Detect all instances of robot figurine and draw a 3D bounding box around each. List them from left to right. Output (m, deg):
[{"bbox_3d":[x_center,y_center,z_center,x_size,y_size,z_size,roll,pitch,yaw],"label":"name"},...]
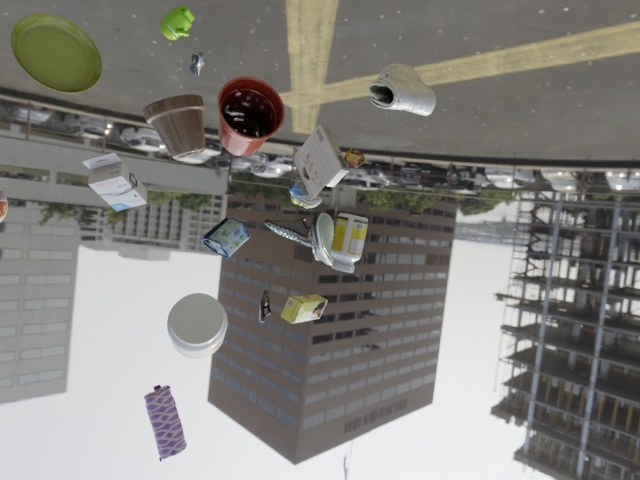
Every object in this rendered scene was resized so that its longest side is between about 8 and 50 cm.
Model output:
[{"bbox_3d":[-0.450,-0.676,1.312,0.101,0.115,0.067,51,-176,23],"label":"robot figurine"}]

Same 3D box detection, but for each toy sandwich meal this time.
[{"bbox_3d":[0.120,-0.296,1.499,0.085,0.086,0.029,6,146,4],"label":"toy sandwich meal"}]

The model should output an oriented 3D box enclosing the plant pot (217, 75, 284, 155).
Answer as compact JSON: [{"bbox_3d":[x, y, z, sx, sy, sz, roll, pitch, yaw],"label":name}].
[{"bbox_3d":[-0.320,-0.503,1.798,0.272,0.273,0.265,5,166,-20],"label":"plant pot"}]

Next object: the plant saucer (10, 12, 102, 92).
[{"bbox_3d":[-0.795,-0.558,1.275,0.240,0.241,0.037,4,170,-43],"label":"plant saucer"}]

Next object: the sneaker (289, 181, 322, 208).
[{"bbox_3d":[-0.099,-0.251,2.308,0.240,0.126,0.091,11,-131,48],"label":"sneaker"}]

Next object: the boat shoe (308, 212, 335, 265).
[{"bbox_3d":[0.000,0.000,1.542,0.091,0.114,0.303,16,149,23],"label":"boat shoe"}]

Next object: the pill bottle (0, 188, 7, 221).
[{"bbox_3d":[-0.741,-0.074,0.858,0.121,0.121,0.216,5,-177,-21],"label":"pill bottle"}]

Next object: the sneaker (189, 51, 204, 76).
[{"bbox_3d":[-0.557,-0.805,1.927,0.052,0.058,0.135,43,149,-3],"label":"sneaker"}]

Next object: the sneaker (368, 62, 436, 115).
[{"bbox_3d":[0.214,-0.484,1.299,0.169,0.108,0.293,0,-143,-24],"label":"sneaker"}]

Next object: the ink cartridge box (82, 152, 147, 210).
[{"bbox_3d":[-0.609,-0.170,1.252,0.104,0.060,0.180,-14,150,2],"label":"ink cartridge box"}]

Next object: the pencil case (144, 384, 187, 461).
[{"bbox_3d":[-0.463,0.542,1.262,0.086,0.206,0.088,-15,178,-11],"label":"pencil case"}]

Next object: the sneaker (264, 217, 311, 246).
[{"bbox_3d":[-0.112,-0.059,1.697,0.223,0.098,0.083,23,167,13],"label":"sneaker"}]

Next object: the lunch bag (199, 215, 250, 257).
[{"bbox_3d":[-0.361,-0.021,1.567,0.151,0.096,0.129,18,-129,41],"label":"lunch bag"}]

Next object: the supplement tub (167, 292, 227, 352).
[{"bbox_3d":[-0.521,0.363,1.790,0.240,0.241,0.331,6,156,-13],"label":"supplement tub"}]

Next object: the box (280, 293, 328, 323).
[{"bbox_3d":[-0.055,0.251,1.569,0.058,0.088,0.232,27,-173,25],"label":"box"}]

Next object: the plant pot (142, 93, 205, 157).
[{"bbox_3d":[-0.612,-0.489,1.851,0.262,0.230,0.263,-16,-172,2],"label":"plant pot"}]

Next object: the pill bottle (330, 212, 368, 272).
[{"bbox_3d":[0.091,0.007,1.388,0.103,0.184,0.103,12,-177,-1],"label":"pill bottle"}]

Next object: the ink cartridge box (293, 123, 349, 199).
[{"bbox_3d":[-0.003,-0.365,1.984,0.060,0.275,0.239,-1,149,-41],"label":"ink cartridge box"}]

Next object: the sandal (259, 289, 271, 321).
[{"bbox_3d":[-0.273,0.322,2.130,0.054,0.097,0.254,5,-158,-3],"label":"sandal"}]
